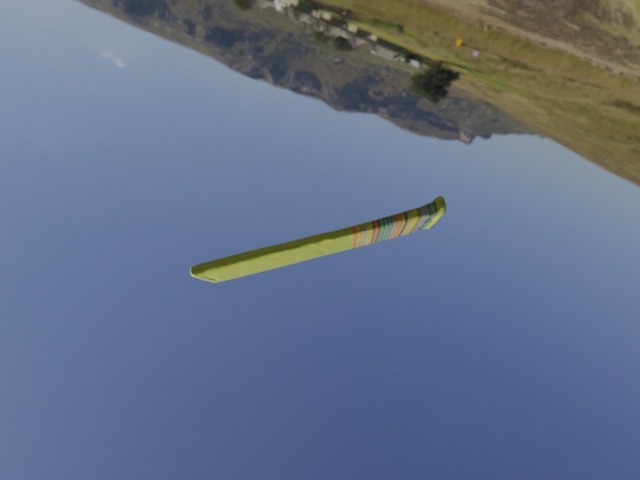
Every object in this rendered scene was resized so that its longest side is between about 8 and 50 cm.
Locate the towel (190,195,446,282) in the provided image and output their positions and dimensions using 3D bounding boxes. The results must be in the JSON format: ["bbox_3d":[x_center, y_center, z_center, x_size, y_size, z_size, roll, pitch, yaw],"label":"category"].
[{"bbox_3d":[0.000,0.000,0.592,0.237,0.021,0.102,-15,171,0],"label":"towel"}]
